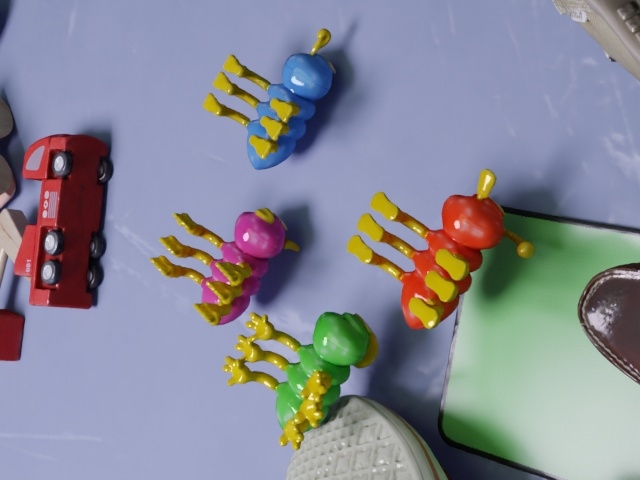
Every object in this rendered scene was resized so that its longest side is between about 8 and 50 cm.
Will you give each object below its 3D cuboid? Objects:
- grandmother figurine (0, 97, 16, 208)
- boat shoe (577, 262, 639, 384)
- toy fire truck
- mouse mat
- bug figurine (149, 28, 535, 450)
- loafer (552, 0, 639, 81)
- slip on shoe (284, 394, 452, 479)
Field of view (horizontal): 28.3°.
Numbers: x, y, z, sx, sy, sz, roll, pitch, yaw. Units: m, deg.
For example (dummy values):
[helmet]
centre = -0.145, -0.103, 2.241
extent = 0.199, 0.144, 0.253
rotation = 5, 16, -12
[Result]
[grandmother figurine]
centre = -0.398, 0.016, 1.164
extent = 0.342, 0.104, 0.208
rotation = -42, 33, 34
[boat shoe]
centre = 0.211, 0.064, 0.621
extent = 0.207, 0.073, 0.073
rotation = 26, 105, 38
[toy fire truck]
centre = -0.239, 0.008, 1.050
extent = 0.135, 0.047, 0.192
rotation = 3, 86, 43
[mouse mat]
centre = 0.152, 0.066, 0.724
extent = 0.189, 0.007, 0.153
rotation = 13, 94, 43
[bug figurine]
centre = 0.000, 0.000, 0.816
extent = 0.216, 0.072, 0.279
rotation = -57, 46, 15
[loafer]
centre = 0.166, -0.148, 0.678
extent = 0.102, 0.092, 0.268
rotation = -26, 50, 8
[slip on shoe]
centre = 0.073, 0.212, 0.717
extent = 0.123, 0.101, 0.331
rotation = -52, 41, 9
